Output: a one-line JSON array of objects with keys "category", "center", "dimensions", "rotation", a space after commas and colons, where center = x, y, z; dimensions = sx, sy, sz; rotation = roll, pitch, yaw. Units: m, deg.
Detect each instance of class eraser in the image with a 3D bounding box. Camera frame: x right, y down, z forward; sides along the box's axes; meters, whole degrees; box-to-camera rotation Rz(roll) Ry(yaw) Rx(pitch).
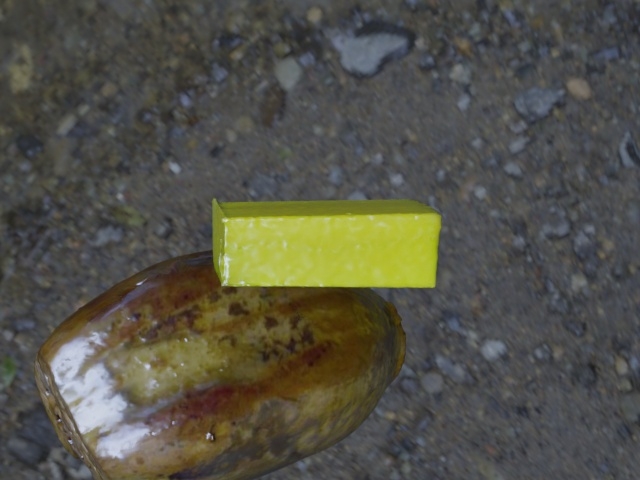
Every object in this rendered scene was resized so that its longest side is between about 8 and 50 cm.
[{"category": "eraser", "center": [0.000, 0.000, 0.763], "dimensions": [0.122, 0.097, 0.045], "rotation": [1, 98, -6]}]

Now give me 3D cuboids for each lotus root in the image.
[{"category": "lotus root", "center": [-0.074, 0.101, 1.030], "dimensions": [0.291, 0.193, 0.193], "rotation": [-16, 56, -27]}]
